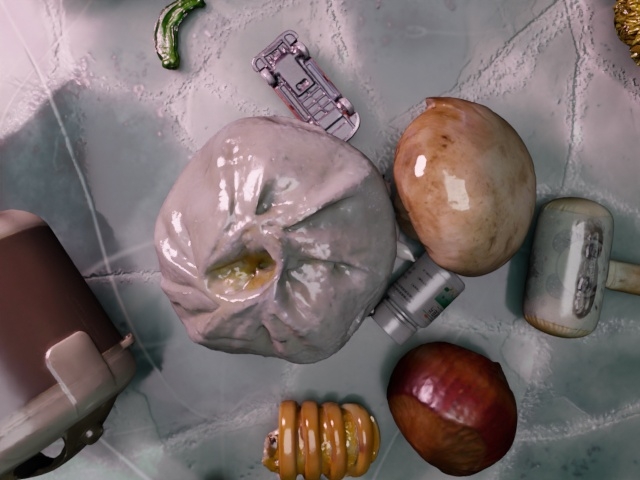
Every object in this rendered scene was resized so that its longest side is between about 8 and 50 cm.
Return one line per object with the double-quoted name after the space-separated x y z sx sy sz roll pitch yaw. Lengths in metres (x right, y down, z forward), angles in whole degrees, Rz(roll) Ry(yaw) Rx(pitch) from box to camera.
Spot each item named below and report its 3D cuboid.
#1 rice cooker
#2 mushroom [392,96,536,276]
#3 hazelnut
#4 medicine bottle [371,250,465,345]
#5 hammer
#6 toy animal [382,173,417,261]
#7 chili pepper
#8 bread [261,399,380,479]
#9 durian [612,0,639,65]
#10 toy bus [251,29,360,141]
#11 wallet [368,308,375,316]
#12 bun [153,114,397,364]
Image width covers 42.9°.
-0.435 0.163 1.070 0.335 0.335 0.325 -32 94 1 "rice cooker"
0.193 -0.078 1.119 0.254 0.184 0.255 12 68 -34 "mushroom"
0.194 0.247 1.172 0.170 0.161 0.202 -21 131 13 "hazelnut"
0.140 0.085 1.186 0.080 0.080 0.130 44 92 -3 "medicine bottle"
0.451 0.053 1.181 0.305 0.113 0.202 9 96 -6 "hammer"
0.086 -0.027 1.184 0.071 0.085 0.124 -18 107 2 "toy animal"
-0.213 -0.307 1.186 0.055 0.035 0.118 23 83 -14 "chili pepper"
0.002 0.295 1.198 0.177 0.084 0.119 0 94 -5 "bread"
0.519 -0.307 1.077 0.224 0.291 0.291 -34 93 17 "durian"
-0.017 -0.209 1.169 0.079 0.077 0.174 -40 93 1 "toy bus"
0.000 0.000 1.185 0.124 0.025 0.244 -12 93 27 "wallet"
-0.071 0.000 1.092 0.354 0.194 0.355 3 101 18 "bun"
